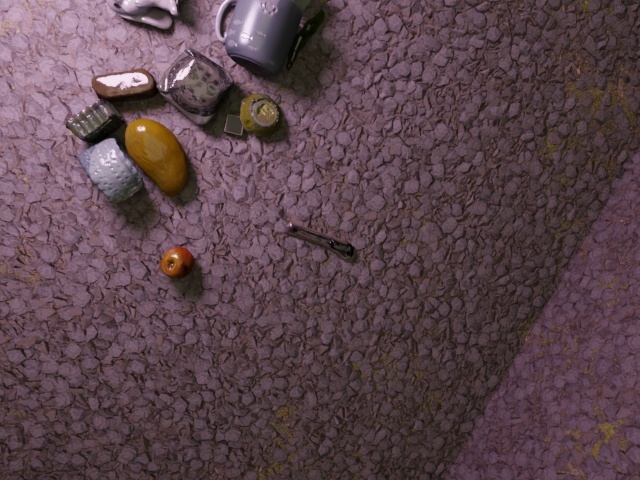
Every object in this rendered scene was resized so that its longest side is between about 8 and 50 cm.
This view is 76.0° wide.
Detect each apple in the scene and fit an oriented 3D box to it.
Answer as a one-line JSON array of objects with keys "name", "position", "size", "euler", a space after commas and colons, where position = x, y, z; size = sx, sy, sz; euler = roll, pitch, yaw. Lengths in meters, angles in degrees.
[{"name": "apple", "position": [-0.628, 0.100, 1.798], "size": [0.146, 0.146, 0.146], "euler": [-2, 100, -11]}]

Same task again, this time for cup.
[{"name": "cup", "position": [-0.279, -0.848, 1.656], "size": [0.356, 0.259, 0.274], "euler": [22, 96, 17]}]

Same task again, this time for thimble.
[{"name": "thimble", "position": [-0.830, -0.280, 1.651], "size": [0.172, 0.205, 0.250], "euler": [-32, 88, -10]}]

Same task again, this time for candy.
[{"name": "candy", "position": [-0.785, -0.621, 1.651], "size": [0.234, 0.104, 0.102], "euler": [-14, 97, -9]}]

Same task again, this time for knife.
[{"name": "knife", "position": [0.002, 0.001, 1.950], "size": [0.365, 0.043, 0.089], "euler": [22, 94, -14]}]

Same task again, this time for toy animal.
[{"name": "toy animal", "position": [-0.676, -0.972, 1.577], "size": [0.289, 0.174, 0.249], "euler": [10, 110, -14]}]

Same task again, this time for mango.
[{"name": "mango", "position": [-0.668, -0.357, 1.709], "size": [0.195, 0.142, 0.332], "euler": [-38, 112, 2]}]

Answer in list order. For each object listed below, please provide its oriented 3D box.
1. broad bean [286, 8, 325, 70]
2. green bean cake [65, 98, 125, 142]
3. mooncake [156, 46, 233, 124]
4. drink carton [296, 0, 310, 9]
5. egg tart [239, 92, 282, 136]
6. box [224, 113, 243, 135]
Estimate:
[{"name": "broad bean", "position": [-0.075, -0.879, 1.776], "size": [0.060, 0.043, 0.297], "euler": [33, 93, -26]}, {"name": "green bean cake", "position": [-0.885, -0.464, 1.623], "size": [0.181, 0.173, 0.094], "euler": [-38, 103, -5]}, {"name": "mooncake", "position": [-0.511, -0.636, 1.686], "size": [0.250, 0.136, 0.254], "euler": [35, 92, -19]}, {"name": "drink carton", "position": [-0.116, -1.022, 1.668], "size": [0.144, 0.146, 0.142], "euler": [-45, 85, -2]}, {"name": "egg tart", "position": [-0.249, -0.547, 1.770], "size": [0.197, 0.078, 0.197], "euler": [-1, 93, -27]}, {"name": "box", "position": [-0.376, -0.504, 1.787], "size": [0.083, 0.035, 0.079], "euler": [11, 98, -14]}]
